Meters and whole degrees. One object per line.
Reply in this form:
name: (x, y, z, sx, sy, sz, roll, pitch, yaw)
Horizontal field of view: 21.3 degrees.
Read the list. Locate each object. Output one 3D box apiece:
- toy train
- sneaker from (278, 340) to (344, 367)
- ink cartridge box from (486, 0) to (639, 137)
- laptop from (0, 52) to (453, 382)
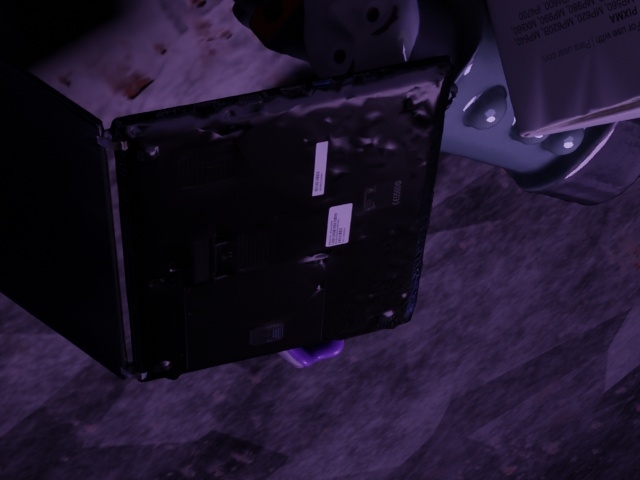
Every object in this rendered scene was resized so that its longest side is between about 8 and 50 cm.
toy train: (0.080, -0.124, 0.986, 0.142, 0.190, 0.334, -49, 150, 19)
sneaker: (0.000, 0.000, 1.171, 0.095, 0.104, 0.236, -17, 145, -30)
ink cartridge box: (0.174, -0.203, 0.878, 0.197, 0.273, 0.114, -12, 177, -38)
laptop: (-0.083, -0.041, 0.910, 0.264, 0.137, 0.234, -12, 147, -11)
